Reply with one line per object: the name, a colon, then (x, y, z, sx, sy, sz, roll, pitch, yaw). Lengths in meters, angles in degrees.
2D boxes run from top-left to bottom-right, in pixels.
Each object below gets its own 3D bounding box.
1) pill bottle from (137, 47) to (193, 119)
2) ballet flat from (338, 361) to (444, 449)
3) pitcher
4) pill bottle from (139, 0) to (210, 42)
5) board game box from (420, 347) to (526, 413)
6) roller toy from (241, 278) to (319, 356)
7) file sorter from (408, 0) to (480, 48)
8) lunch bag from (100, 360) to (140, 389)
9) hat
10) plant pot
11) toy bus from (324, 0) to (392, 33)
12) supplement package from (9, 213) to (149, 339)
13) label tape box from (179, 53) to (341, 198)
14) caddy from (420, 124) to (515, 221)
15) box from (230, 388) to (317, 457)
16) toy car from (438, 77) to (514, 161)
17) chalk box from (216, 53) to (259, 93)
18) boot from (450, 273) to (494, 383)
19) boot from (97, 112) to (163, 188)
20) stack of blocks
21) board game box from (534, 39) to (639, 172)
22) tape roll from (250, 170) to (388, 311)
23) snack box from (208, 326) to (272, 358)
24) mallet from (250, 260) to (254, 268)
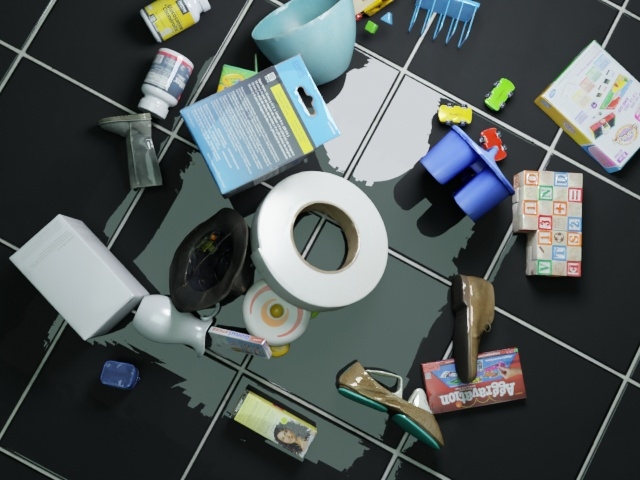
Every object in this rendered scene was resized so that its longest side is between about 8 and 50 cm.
pill bottle: (-0.444, -0.441, 1.716, 0.108, 0.108, 0.180, 23, 85, -1)
ballet flat: (0.214, 0.447, 1.691, 0.342, 0.116, 0.124, 29, 66, 4)
pitcher: (-0.396, 0.207, 1.671, 0.207, 0.125, 0.177, 24, 68, -11)
pill bottle: (-0.415, -0.656, 1.736, 0.184, 0.103, 0.103, -31, 88, -4)
board game box: (0.439, 0.402, 1.733, 0.281, 0.027, 0.145, -9, 87, -3)
roller toy: (-0.121, 0.193, 1.662, 0.191, 0.146, 0.209, 40, 85, 1)
file sorter: (0.354, -0.648, 1.766, 0.170, 0.118, 0.104, 18, 88, -1)
lunch bag: (-0.549, 0.374, 1.671, 0.099, 0.065, 0.067, 13, 70, -1)
hat: (-0.271, 0.078, 1.643, 0.134, 0.331, 0.331, 40, 83, -38)
plant pot: (-0.018, -0.550, 1.684, 0.290, 0.290, 0.195, -33, 123, -5)
toy bus: (0.138, -0.708, 1.765, 0.202, 0.104, 0.190, 20, 106, 18)
supplement package: (-0.641, 0.101, 1.630, 0.175, 0.177, 0.293, -43, 88, -5)
label tape box: (-0.150, -0.286, 1.540, 0.334, 0.106, 0.240, -26, 87, -5)
caddy: (0.408, -0.194, 1.635, 0.179, 0.341, 0.241, -41, 89, 12)
box: (-0.130, 0.507, 1.682, 0.232, 0.058, 0.087, 28, 85, 0)
toy car: (0.488, -0.375, 1.782, 0.239, 0.053, 0.225, 37, 84, 0)
chalk box: (-0.195, -0.367, 1.686, 0.179, 0.180, 0.288, 15, 86, -2)
boot: (0.437, 0.249, 1.699, 0.115, 0.112, 0.305, 7, 76, -13)
boot: (-0.540, -0.251, 1.718, 0.190, 0.076, 0.208, 2, 108, 27)
stack of blocks: (0.653, -0.045, 1.746, 0.171, 0.087, 0.297, 2, 86, -2)
board game box: (0.835, -0.395, 1.794, 0.316, 0.064, 0.242, 44, 85, 1)
tape roll: (0.000, 0.000, 1.643, 0.392, 0.072, 0.391, 9, 69, -23)
snack box: (-0.218, 0.276, 1.629, 0.178, 0.064, 0.022, 8, 44, 27)
mallet: (-0.189, 0.050, 1.729, 0.190, 0.039, 0.062, -36, 89, -1)
